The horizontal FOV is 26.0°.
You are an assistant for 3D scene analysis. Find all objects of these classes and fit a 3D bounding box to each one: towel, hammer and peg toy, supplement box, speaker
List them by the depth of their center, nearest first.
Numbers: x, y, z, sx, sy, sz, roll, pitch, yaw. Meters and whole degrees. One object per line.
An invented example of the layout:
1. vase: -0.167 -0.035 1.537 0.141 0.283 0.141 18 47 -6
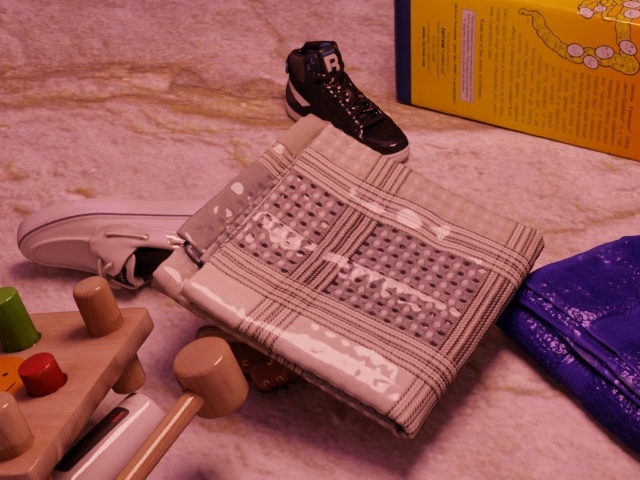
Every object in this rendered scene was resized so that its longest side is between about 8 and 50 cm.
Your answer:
1. hammer and peg toy: -0.271 0.146 1.295 0.361 0.127 0.266 -4 31 25
2. speaker: -0.209 0.208 1.346 0.055 0.055 0.136 20 44 28
3. towel: 0.353 0.106 1.411 0.228 0.076 0.308 -23 41 -21
4. towel: 0.032 0.016 1.435 0.324 0.056 0.312 29 53 17
5. supplement box: 0.296 -0.269 1.806 0.356 0.195 0.194 16 42 24

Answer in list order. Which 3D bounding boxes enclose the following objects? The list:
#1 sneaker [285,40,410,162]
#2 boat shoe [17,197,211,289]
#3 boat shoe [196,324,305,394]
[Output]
1. sneaker: 0.026 -0.185 1.781 0.079 0.121 0.217 -31 45 -30
2. boat shoe: -0.216 0.013 1.576 0.267 0.096 0.088 0 56 2
3. boat shoe: -0.048 0.131 1.435 0.178 0.064 0.060 6 69 15
